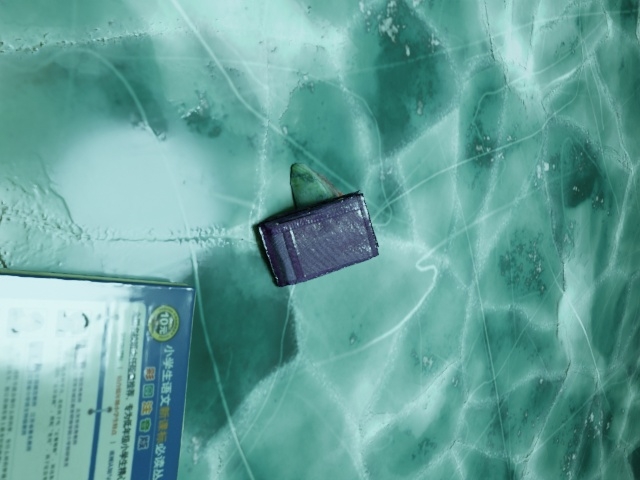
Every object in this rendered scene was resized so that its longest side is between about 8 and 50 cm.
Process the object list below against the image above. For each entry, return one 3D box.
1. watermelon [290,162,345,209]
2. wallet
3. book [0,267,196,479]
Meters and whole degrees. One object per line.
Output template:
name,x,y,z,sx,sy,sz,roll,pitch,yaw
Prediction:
watermelon,0.015,-0.048,0.920,0.180,0.081,0.094,56,35,-35
wallet,0.000,0.000,0.870,0.166,0.030,0.111,-18,108,0
book,-0.323,0.178,0.593,0.428,0.039,0.300,11,82,-47
